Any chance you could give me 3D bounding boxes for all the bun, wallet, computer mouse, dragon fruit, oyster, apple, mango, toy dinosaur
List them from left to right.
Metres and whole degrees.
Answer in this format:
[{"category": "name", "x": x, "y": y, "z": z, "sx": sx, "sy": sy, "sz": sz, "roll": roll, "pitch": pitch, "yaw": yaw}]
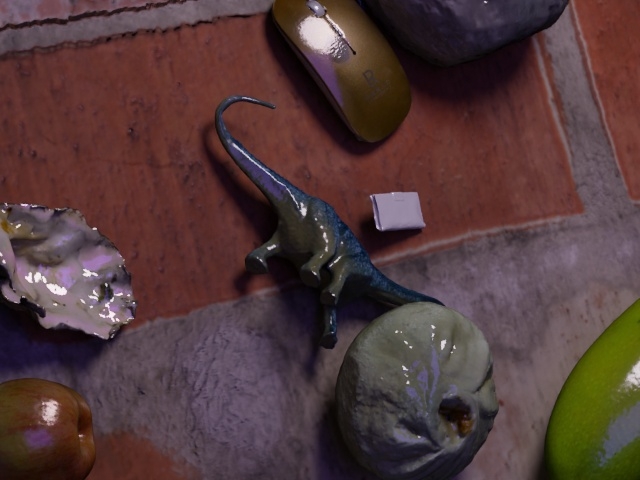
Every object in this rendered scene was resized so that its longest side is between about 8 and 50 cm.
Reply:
[{"category": "apple", "x": -0.268, "y": 0.189, "z": 1.467, "sx": 0.102, "sy": 0.126, "sz": 0.126, "roll": -5, "pitch": 80, "yaw": 12}, {"category": "oyster", "x": -0.274, "y": 0.033, "z": 1.534, "sx": 0.209, "sy": 0.072, "sz": 0.133, "roll": 11, "pitch": 67, "yaw": -45}, {"category": "toy dinosaur", "x": -0.001, "y": 0.010, "z": 1.668, "sx": 0.363, "sy": 0.076, "sz": 0.147, "roll": 44, "pitch": 45, "yaw": -14}, {"category": "computer mouse", "x": 0.027, "y": -0.203, "z": 1.740, "sx": 0.102, "sy": 0.045, "sz": 0.199, "roll": -39, "pitch": 98, "yaw": -30}, {"category": "wallet", "x": 0.086, "y": -0.032, "z": 1.736, "sx": 0.083, "sy": 0.011, "sz": 0.044, "roll": -4, "pitch": 78, "yaw": -50}, {"category": "bun", "x": 0.112, "y": 0.164, "z": 1.642, "sx": 0.195, "sy": 0.118, "sz": 0.195, "roll": -5, "pitch": 100, "yaw": -29}, {"category": "dragon fruit", "x": 0.194, "y": -0.330, "z": 1.760, "sx": 0.283, "sy": 0.204, "sz": 0.221, "roll": -29, "pitch": 94, "yaw": -27}, {"category": "mango", "x": 0.379, "y": 0.182, "z": 1.777, "sx": 0.343, "sy": 0.156, "sz": 0.192, "roll": -40, "pitch": 90, "yaw": -24}]
